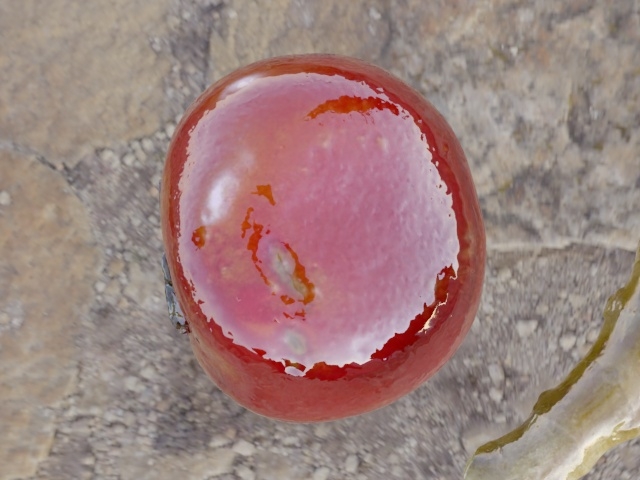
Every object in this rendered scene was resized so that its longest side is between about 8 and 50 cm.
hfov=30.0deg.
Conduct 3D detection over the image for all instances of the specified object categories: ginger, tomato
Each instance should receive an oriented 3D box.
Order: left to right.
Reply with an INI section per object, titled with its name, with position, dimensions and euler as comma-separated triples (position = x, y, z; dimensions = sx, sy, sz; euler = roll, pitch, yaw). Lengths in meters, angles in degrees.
[tomato]
position = 0.000, 0.000, 1.084
dimensions = 0.289, 0.293, 0.325
euler = -10, 79, -4
[ginger]
position = 0.219, 0.097, 0.897
dimensions = 0.299, 0.065, 0.118
euler = -46, 61, 0
